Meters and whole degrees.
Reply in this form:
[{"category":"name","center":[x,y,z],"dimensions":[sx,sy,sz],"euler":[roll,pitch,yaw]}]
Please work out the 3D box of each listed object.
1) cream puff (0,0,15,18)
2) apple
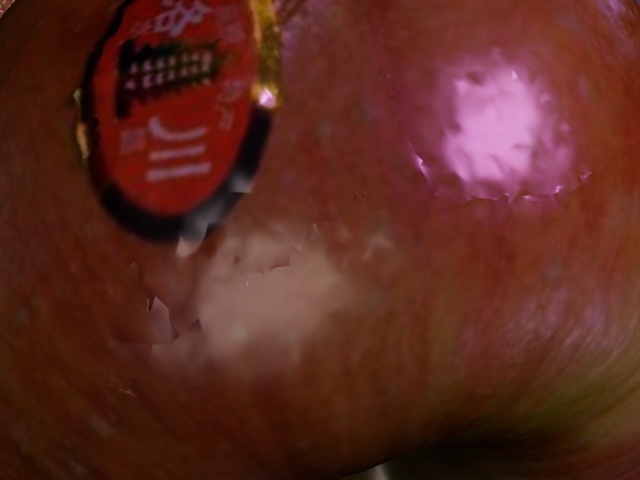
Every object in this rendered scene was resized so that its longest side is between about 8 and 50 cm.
[{"category":"cream puff","center":[-0.157,-0.130,0.641],"dimensions":[0.104,0.133,0.119],"euler":[15,147,29]},{"category":"apple","center":[0.000,0.000,0.537],"dimensions":[0.401,0.333,0.400],"euler":[-8,141,-7]}]
